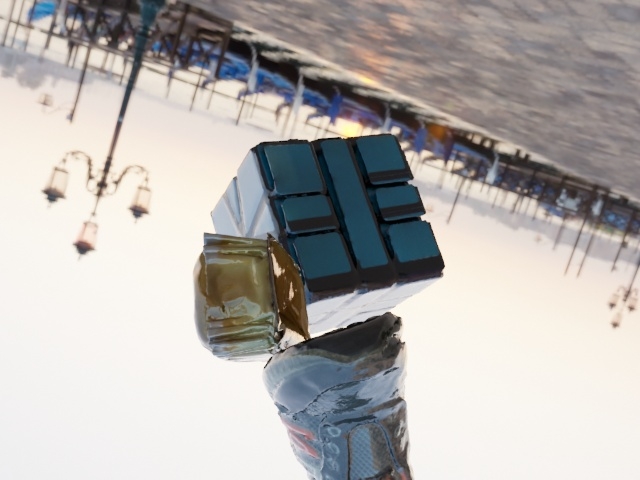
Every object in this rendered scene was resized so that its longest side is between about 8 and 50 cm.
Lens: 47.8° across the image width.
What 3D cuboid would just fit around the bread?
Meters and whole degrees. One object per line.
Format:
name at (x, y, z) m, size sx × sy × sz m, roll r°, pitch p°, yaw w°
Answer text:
bread at (-0.079, 0.078, 0.870) m, size 0.107 × 0.136 × 0.241 m, roll -7°, pitch 167°, yaw 6°

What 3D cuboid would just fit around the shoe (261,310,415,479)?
shoe at (0.031, 0.195, 0.696) m, size 0.132 × 0.171 × 0.336 m, roll -17°, pitch 156°, yaw -11°

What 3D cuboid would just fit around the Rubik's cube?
Rubik's cube at (0.000, 0.000, 1.266) m, size 0.284 × 0.288 × 0.293 m, roll -8°, pitch 159°, yaw -26°
